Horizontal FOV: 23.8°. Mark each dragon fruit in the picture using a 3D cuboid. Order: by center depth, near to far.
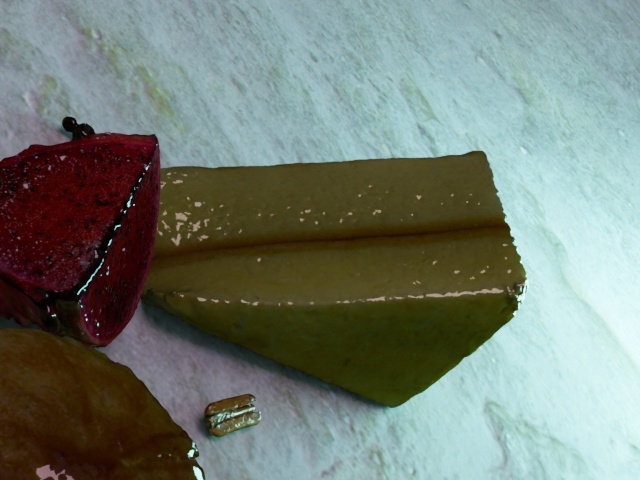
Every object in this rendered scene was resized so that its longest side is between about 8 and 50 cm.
[{"bbox_3d":[-0.244,0.013,1.464,0.189,0.163,0.262,59,29,-27],"label":"dragon fruit"}]

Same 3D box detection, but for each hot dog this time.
[{"bbox_3d":[-0.091,0.177,1.529,0.083,0.021,0.037,-5,75,-51],"label":"hot dog"}]

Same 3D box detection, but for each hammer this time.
[{"bbox_3d":[-0.274,-0.073,1.633,0.065,0.021,0.178,34,34,-12],"label":"hammer"}]

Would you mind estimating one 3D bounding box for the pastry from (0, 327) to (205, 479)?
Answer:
[{"bbox_3d":[-0.237,0.211,1.239,0.329,0.136,0.330,26,38,-22],"label":"pastry"}]

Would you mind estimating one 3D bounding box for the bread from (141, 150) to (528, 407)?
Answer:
[{"bbox_3d":[0.000,0.000,1.635,0.361,0.245,0.233,21,39,-34],"label":"bread"}]
